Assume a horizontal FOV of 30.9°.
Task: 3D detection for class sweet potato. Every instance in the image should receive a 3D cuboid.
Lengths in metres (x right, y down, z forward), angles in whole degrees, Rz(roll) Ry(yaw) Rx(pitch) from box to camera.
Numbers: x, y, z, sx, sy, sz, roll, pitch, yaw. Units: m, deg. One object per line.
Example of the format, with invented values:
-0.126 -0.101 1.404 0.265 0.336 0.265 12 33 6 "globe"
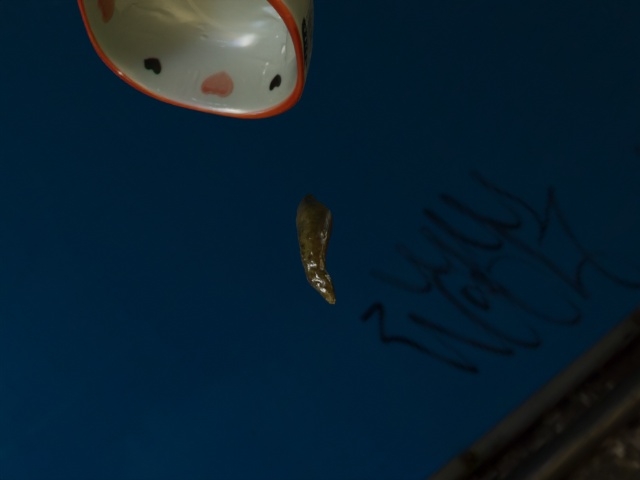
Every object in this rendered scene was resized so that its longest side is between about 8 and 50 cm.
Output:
-0.004 -0.003 1.131 0.038 0.153 0.041 -37 -54 22 "sweet potato"

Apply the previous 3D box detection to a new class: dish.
-0.113 -0.244 1.166 0.256 0.256 0.117 79 -155 -57 "dish"
